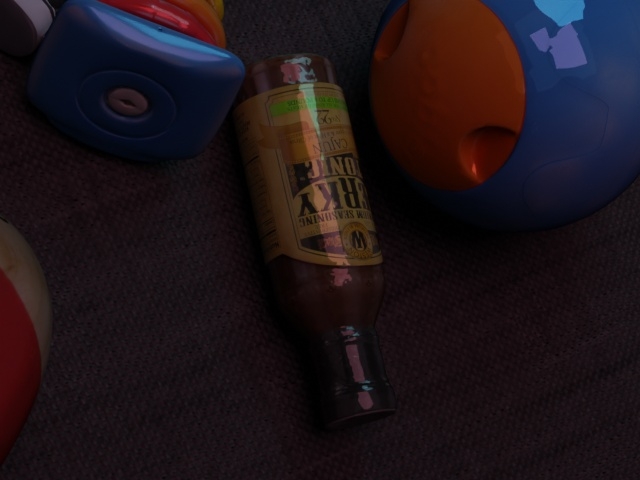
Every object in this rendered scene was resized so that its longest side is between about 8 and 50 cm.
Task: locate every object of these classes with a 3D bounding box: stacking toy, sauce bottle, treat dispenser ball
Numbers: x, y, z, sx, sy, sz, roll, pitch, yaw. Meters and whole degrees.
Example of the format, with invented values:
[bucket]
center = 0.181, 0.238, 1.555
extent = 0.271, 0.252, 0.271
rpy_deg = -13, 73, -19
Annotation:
[stacking toy]
center = -0.151, -0.237, 1.620
extent = 0.175, 0.166, 0.302
rpy_deg = 19, 53, -14
[sauce bottle]
center = 0.000, 0.000, 1.617
extent = 0.111, 0.111, 0.344
rpy_deg = -8, 76, -29
[treat dispenser ball]
center = 0.188, -0.151, 1.662
extent = 0.288, 0.288, 0.288
rpy_deg = 9, 68, -24

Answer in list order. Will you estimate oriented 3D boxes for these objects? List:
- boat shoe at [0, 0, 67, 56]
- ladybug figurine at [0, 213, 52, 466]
[boat shoe]
center = -0.330, -0.305, 1.538
extent = 0.306, 0.113, 0.105
rpy_deg = 45, 54, -22
[ladybug figurine]
center = -0.360, 0.119, 1.310
extent = 0.449, 0.162, 0.305
rpy_deg = -47, 119, -39
